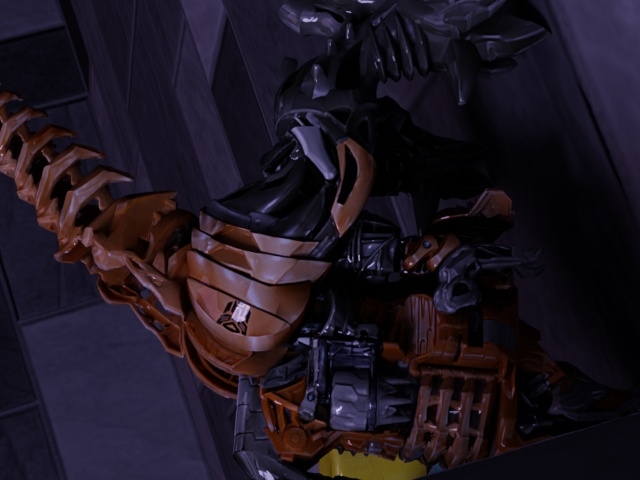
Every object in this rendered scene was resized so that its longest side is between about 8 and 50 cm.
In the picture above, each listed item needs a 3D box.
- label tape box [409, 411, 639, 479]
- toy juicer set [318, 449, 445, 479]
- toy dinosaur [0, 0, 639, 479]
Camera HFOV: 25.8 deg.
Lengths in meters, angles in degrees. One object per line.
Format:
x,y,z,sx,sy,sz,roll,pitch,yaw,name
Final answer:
0.060,0.168,0.305,0.249,0.347,0.115,-125,27,-53,label tape box
0.085,0.174,0.812,0.329,0.089,0.209,-110,24,-50,toy juicer set
0.000,0.000,0.602,0.322,0.218,0.164,34,153,-12,toy dinosaur
